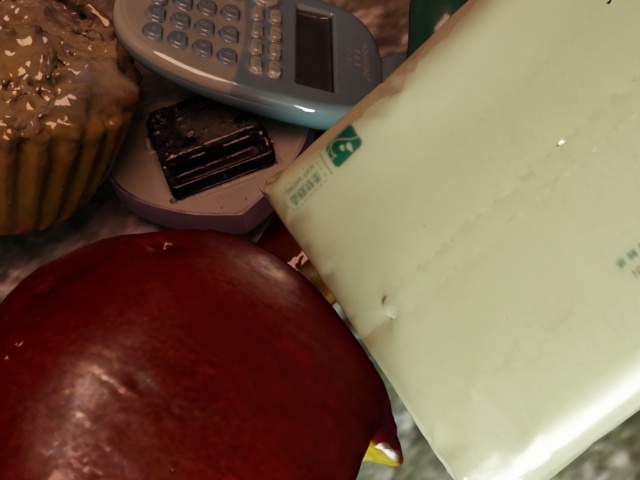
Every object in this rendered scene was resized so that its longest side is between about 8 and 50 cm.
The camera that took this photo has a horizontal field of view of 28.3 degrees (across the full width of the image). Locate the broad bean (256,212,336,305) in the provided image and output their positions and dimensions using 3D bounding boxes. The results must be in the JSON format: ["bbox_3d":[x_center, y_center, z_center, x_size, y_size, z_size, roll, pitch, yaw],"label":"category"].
[{"bbox_3d":[0.000,0.000,1.111,0.114,0.084,0.165,17,59,29],"label":"broad bean"}]

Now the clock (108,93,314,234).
[{"bbox_3d":[-0.098,-0.083,1.156,0.198,0.064,0.172,-21,51,-4],"label":"clock"}]

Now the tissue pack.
[{"bbox_3d":[0.194,-0.042,0.888,0.380,0.207,0.297,-43,73,21],"label":"tissue pack"}]

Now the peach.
[{"bbox_3d":[-0.126,0.203,0.865,0.353,0.339,0.417,11,47,-16],"label":"peach"}]

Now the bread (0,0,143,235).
[{"bbox_3d":[-0.290,-0.125,1.136,0.274,0.149,0.274,6,38,-5],"label":"bread"}]

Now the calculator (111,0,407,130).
[{"bbox_3d":[-0.043,-0.176,1.174,0.302,0.042,0.188,15,38,-13],"label":"calculator"}]

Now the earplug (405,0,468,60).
[{"bbox_3d":[0.163,-0.158,1.139,0.280,0.164,0.257,-27,70,-21],"label":"earplug"}]
